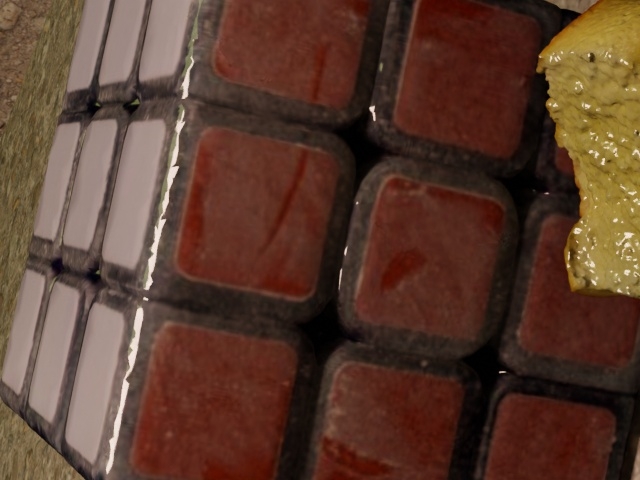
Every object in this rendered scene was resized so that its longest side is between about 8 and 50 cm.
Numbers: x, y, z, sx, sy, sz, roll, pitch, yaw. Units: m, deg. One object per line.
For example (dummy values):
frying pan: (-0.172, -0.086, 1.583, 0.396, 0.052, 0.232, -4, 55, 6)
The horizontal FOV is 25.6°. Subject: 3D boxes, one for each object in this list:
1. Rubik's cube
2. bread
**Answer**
Rubik's cube: (0.000, 0.000, 0.850, 0.301, 0.305, 0.303, 11, 87, 67)
bread: (0.177, -0.050, 0.698, 0.086, 0.125, 0.156, 19, 125, 59)
